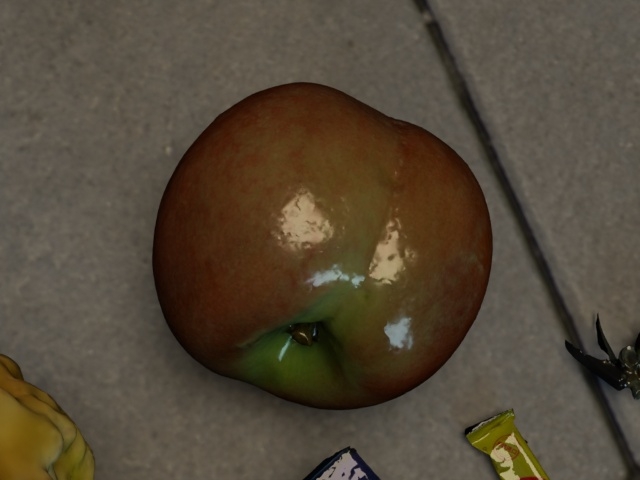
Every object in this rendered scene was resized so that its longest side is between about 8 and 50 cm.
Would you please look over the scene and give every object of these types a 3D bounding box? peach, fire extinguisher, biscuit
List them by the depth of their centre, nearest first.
[{"bbox_3d":[0.000,0.000,1.002,0.252,0.252,0.252,2,74,-9],"label":"peach"},{"bbox_3d":[0.211,0.267,1.066,0.048,0.026,0.292,-33,81,3],"label":"biscuit"},{"bbox_3d":[0.324,0.082,1.120,0.231,0.071,0.099,-13,49,-11],"label":"fire extinguisher"}]

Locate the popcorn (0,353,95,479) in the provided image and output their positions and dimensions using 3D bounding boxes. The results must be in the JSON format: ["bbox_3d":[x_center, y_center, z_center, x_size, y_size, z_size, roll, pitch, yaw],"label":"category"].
[{"bbox_3d":[-0.296,0.247,0.833,0.344,0.354,0.390,39,113,0],"label":"popcorn"}]

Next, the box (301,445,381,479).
[{"bbox_3d":[0.012,0.342,0.968,0.261,0.116,0.279,-41,86,-18],"label":"box"}]
